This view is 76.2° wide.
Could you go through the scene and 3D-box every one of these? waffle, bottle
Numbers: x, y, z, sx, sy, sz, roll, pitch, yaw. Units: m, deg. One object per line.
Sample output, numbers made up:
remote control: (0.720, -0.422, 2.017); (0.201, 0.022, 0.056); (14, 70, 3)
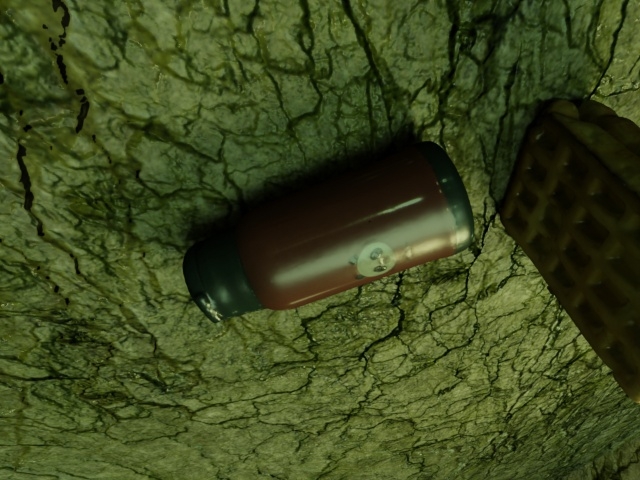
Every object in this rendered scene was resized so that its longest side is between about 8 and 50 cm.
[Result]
waffle: (0.350, -0.001, 0.490); (0.098, 0.327, 0.224); (-11, 136, -4)
bottle: (0.000, 0.000, 0.500); (0.336, 0.143, 0.144); (-20, 135, 1)
